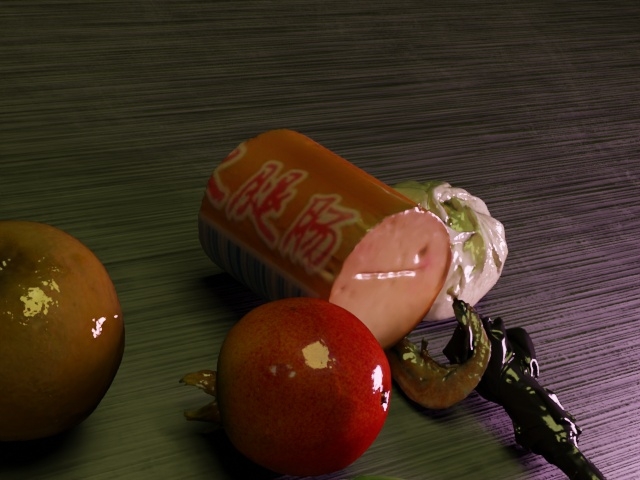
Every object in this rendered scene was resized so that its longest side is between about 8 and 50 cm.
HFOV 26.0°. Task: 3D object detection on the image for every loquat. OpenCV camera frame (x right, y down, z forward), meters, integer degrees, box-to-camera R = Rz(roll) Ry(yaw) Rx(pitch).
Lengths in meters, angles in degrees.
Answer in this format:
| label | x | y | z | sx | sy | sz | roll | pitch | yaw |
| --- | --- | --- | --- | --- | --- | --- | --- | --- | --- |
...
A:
| label | x | y | z | sx | sy | sz | roll | pitch | yaw |
| --- | --- | --- | --- | --- | --- | --- | --- | --- | --- |
| loquat | -0.355 | 0.102 | 1.590 | 0.263 | 0.263 | 0.263 | 14 | 34 | -10 |

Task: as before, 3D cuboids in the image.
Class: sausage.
| label | x | y | z | sx | sy | sz | roll | pitch | yaw |
| --- | --- | --- | --- | --- | --- | --- | --- | --- | --- |
| sausage | 0.000 | 0.000 | 1.898 | 0.233 | 0.233 | 0.287 | -13 | 34 | -39 |

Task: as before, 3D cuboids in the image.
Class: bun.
| label | x | y | z | sx | sy | sz | roll | pitch | yaw |
| --- | --- | --- | --- | --- | --- | --- | --- | --- | --- |
| bun | 0.160 | -0.005 | 2.094 | 0.259 | 0.160 | 0.259 | 12 | 33 | -8 |

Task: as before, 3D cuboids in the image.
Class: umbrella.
| label | x | y | z | sx | sy | sz | roll | pitch | yaw |
| --- | --- | --- | --- | --- | --- | --- | --- | --- | --- |
| umbrella | 0.291 | 0.231 | 1.877 | 0.118 | 0.118 | 0.340 | -6 | 43 | -33 |

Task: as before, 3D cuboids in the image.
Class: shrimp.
| label | x | y | z | sx | sy | sz | roll | pitch | yaw |
| --- | --- | --- | --- | --- | --- | --- | --- | --- | --- |
| shrimp | 0.141 | 0.132 | 1.917 | 0.219 | 0.152 | 0.046 | 39 | 1 | 36 |

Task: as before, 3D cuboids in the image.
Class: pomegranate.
| label | x | y | z | sx | sy | sz | roll | pitch | yaw |
| --- | --- | --- | --- | --- | --- | --- | --- | --- | --- |
| pomegranate | -0.042 | 0.178 | 1.685 | 0.257 | 0.221 | 0.221 | -8 | 33 | 9 |

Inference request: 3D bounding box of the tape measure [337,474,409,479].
| label | x | y | z | sx | sy | sz | roll | pitch | yaw |
| --- | --- | --- | --- | --- | --- | --- | --- | --- | --- |
| tape measure | 0.053 | 0.333 | 1.559 | 0.200 | 0.175 | 0.106 | 15 | 54 | -17 |
